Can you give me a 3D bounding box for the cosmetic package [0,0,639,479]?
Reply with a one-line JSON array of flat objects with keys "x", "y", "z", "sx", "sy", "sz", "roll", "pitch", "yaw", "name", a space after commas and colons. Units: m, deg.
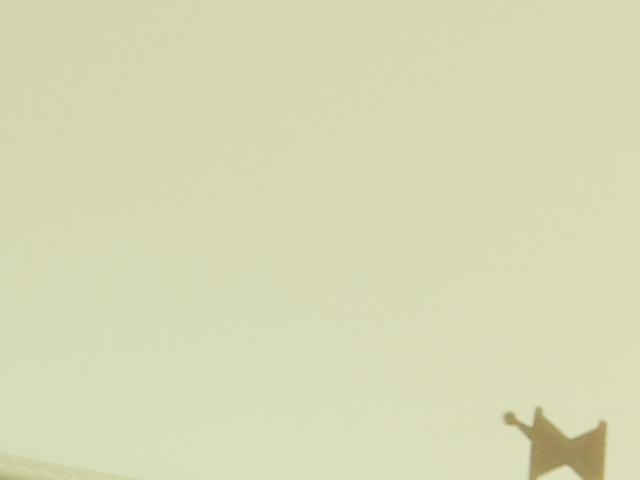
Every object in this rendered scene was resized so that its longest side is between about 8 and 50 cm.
[{"x": 0.000, "y": 0.000, "z": 0.495, "sx": 0.453, "sy": 0.161, "sz": 0.230, "roll": 12, "pitch": 62, "yaw": -10, "name": "cosmetic package"}]
